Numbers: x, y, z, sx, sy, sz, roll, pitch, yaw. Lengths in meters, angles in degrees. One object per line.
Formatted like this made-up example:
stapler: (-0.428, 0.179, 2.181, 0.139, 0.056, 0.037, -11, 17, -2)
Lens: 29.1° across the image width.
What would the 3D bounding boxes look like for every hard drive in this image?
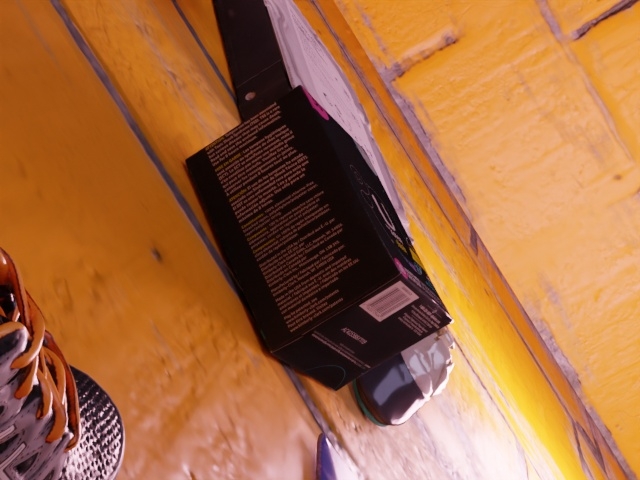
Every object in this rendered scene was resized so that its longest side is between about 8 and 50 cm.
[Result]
hard drive: (-0.013, -0.142, 1.262, 0.237, 0.064, 0.339, 51, 13, -36)

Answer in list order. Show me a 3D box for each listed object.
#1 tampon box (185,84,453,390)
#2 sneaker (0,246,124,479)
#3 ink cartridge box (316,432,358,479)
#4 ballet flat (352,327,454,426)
tampon box: (0.000, 0.000, 0.850, 0.161, 0.101, 0.120, 64, 12, 27)
sneaker: (-0.109, 0.039, 0.349, 0.084, 0.083, 0.215, 63, 11, 25)
ink cartridge box: (0.114, 0.293, 0.673, 0.330, 0.071, 0.324, 56, 12, -20)
ballet flat: (0.074, 0.096, 1.000, 0.074, 0.074, 0.203, 59, 12, 2)
